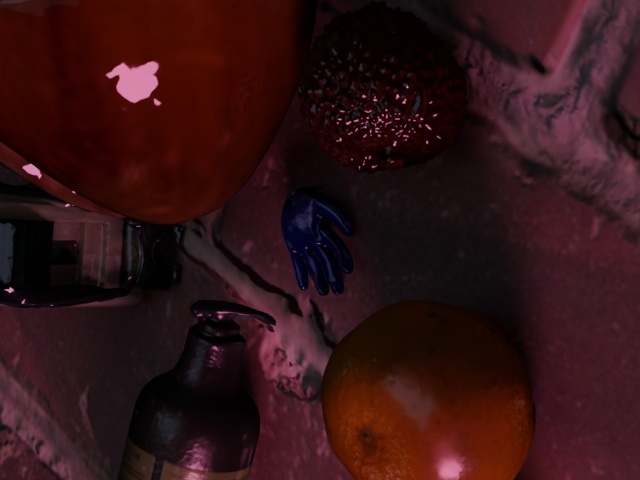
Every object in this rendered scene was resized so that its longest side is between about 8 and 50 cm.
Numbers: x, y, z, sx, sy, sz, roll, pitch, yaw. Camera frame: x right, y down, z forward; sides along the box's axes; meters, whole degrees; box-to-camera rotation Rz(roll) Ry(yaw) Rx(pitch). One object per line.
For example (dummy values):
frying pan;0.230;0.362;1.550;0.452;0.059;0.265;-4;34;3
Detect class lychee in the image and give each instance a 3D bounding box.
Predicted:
lychee;0.040;-0.106;1.363;0.123;0.123;0.129;-52;57;31

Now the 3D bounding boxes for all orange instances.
orange;0.077;0.113;1.329;0.154;0.134;0.155;30;134;37

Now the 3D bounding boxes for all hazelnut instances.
hazelnut;-0.165;-0.180;1.449;0.372;0.315;0.372;37;144;33

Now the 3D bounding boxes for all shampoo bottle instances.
shampoo bottle;-0.107;0.181;1.523;0.101;0.101;0.284;26;108;42

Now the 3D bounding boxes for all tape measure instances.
tape measure;-0.266;-0.005;1.613;0.235;0.207;0.115;8;93;47

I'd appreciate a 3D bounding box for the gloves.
gloves;0.000;0.000;1.469;0.064;0.026;0.086;-23;74;40
